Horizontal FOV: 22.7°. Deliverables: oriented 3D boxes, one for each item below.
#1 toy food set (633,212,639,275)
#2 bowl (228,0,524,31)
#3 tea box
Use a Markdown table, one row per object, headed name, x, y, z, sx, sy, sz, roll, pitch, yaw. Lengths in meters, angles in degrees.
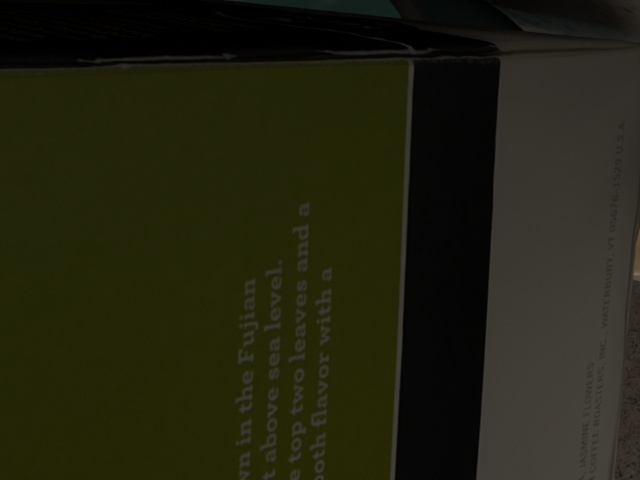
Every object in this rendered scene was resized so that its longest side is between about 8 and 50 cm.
| name | x | y | z | sx | sy | sz | roll | pitch | yaw |
| --- | --- | --- | --- | --- | --- | --- | --- | --- | --- |
| toy food set | 0.096 | -0.009 | 1.131 | 0.306 | 0.092 | 0.219 | 12 | 171 | -37 |
| bowl | 0.000 | 0.000 | 0.694 | 0.311 | 0.312 | 0.163 | 20 | -160 | 40 |
| tea box | -0.129 | 0.034 | 0.484 | 0.329 | 0.220 | 0.323 | 13 | -166 | 43 |
